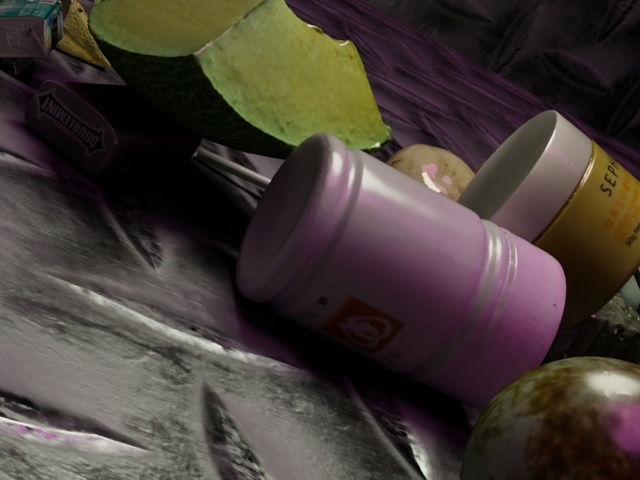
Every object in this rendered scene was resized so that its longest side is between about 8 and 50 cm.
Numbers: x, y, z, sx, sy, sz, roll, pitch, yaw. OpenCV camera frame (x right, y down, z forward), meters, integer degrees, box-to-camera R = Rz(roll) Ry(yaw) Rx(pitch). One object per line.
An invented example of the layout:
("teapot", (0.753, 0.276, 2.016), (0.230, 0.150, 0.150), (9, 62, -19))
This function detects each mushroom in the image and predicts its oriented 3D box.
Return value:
("mushroom", (0.164, -0.064, 2.156), (0.166, 0.127, 0.166), (20, 42, -19))

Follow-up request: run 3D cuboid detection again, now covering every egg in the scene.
("egg", (0.258, 0.241, 1.273), (0.289, 0.238, 0.238), (50, 17, 1))

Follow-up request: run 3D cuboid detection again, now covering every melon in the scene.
("melon", (-0.122, -0.225, 1.714), (0.331, 0.226, 0.343), (6, 5, -40))

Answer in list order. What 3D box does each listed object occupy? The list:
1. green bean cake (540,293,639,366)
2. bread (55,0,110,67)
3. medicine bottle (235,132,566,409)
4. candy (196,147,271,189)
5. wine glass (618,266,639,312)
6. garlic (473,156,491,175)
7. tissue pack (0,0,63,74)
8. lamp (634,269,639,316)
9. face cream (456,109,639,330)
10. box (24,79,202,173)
("green bean cake", (0.326, 0.103, 1.997), (0.227, 0.125, 0.222), (14, 24, -36))
("bread", (-0.317, -0.291, 1.963), (0.109, 0.080, 0.084), (21, 23, -30))
("medicine bottle", (0.087, 0.037, 1.580), (0.316, 0.202, 0.202), (28, 17, -17))
("candy", (0.008, -0.042, 1.878), (0.365, 0.124, 0.124), (25, 17, 0))
("wine glass", (0.535, 0.060, 2.357), (0.111, 0.204, 0.111), (26, 18, -9))
("garlic", (0.305, -0.061, 2.433), (0.174, 0.124, 0.099), (67, 11, 15))
("tissue pack", (-0.369, -0.252, 1.777), (0.085, 0.079, 0.111), (0, 20, -1))
("lamp", (0.570, 0.162, 2.030), (0.374, 0.205, 0.272), (62, 16, -22))
("face cream", (0.288, -0.023, 1.788), (0.179, 0.218, 0.218), (38, 16, -10))
("box", (-0.239, -0.134, 1.692), (0.120, 0.069, 0.224), (39, 16, 16))
